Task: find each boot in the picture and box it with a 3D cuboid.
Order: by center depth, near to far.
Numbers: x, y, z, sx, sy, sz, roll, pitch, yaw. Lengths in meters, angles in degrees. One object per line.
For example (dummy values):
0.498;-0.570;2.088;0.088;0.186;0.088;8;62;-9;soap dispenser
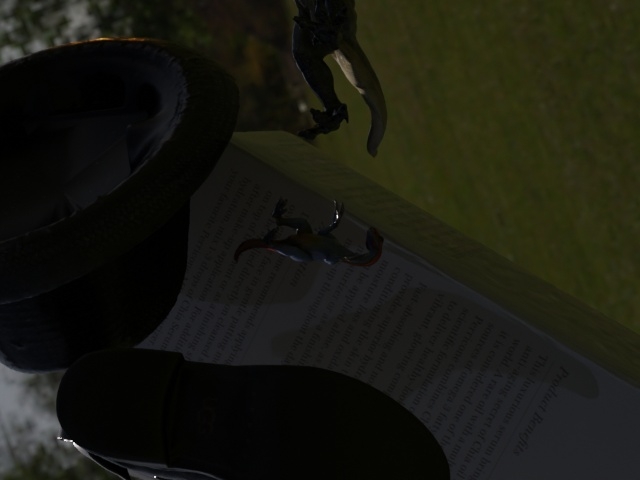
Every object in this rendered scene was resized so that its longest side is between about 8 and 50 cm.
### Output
-0.052;0.135;1.029;0.229;0.263;0.091;99;-172;-75;boot

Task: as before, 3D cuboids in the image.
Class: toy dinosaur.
0.003;-0.140;1.078;0.118;0.064;0.268;-88;-22;-54;toy dinosaur
0.000;0.000;1.107;0.082;0.090;0.047;28;-121;-31;toy dinosaur

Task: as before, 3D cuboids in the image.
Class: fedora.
-0.192;-0.014;1.165;0.334;0.334;0.152;-112;6;-57;fedora

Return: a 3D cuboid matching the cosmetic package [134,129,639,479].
0.077;0.111;1.308;0.453;0.230;0.161;32;-165;17;cosmetic package
